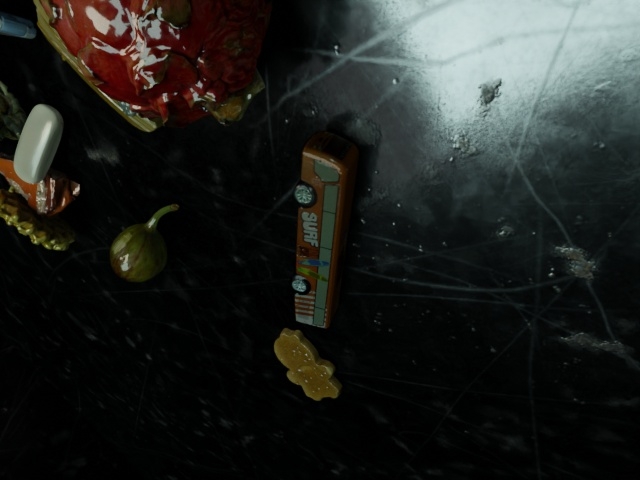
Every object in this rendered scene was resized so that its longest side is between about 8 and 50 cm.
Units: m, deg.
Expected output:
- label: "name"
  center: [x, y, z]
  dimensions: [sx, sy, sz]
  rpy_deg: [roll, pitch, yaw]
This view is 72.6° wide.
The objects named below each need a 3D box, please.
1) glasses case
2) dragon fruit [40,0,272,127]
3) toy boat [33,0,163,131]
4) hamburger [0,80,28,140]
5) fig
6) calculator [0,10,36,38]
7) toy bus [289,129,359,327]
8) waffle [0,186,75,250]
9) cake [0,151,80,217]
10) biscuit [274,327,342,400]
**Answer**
- label: "glasses case"
  center: [-0.683, -0.231, 1.055]
  dimensions: [0.081, 0.051, 0.204]
  rpy_deg: [37, 109, 3]
- label: "dragon fruit"
  center: [-0.214, -0.308, 0.592]
  dimensions: [0.342, 0.277, 0.277]
  rpy_deg: [45, 136, 7]
- label: "toy boat"
  center: [-0.396, -0.339, 0.804]
  dimensions: [0.310, 0.089, 0.115]
  rpy_deg: [48, 132, -8]
- label: "hamburger"
  center: [-0.856, -0.328, 1.049]
  dimensions: [0.192, 0.168, 0.288]
  rpy_deg: [-20, 111, 41]
- label: "fig"
  center: [-0.422, -0.010, 1.069]
  dimensions: [0.149, 0.149, 0.245]
  rpy_deg: [37, 110, 2]
- label: "calculator"
  center: [-0.686, -0.448, 0.886]
  dimensions: [0.210, 0.121, 0.039]
  rpy_deg: [16, 104, 21]
- label: "toy bus"
  center: [0.000, 0.000, 0.813]
  dimensions: [0.092, 0.093, 0.409]
  rpy_deg: [15, 132, 12]
- label: "waffle"
  center: [-0.795, -0.068, 1.197]
  dimensions: [0.249, 0.056, 0.253]
  rpy_deg: [44, 176, 8]
- label: "cake"
  center: [-0.781, -0.160, 1.170]
  dimensions: [0.287, 0.098, 0.135]
  rpy_deg: [30, 116, 13]
- label: "biscuit"
  center: [-0.038, 0.317, 1.121]
  dimensions: [0.166, 0.036, 0.225]
  rpy_deg: [-29, 102, 42]
